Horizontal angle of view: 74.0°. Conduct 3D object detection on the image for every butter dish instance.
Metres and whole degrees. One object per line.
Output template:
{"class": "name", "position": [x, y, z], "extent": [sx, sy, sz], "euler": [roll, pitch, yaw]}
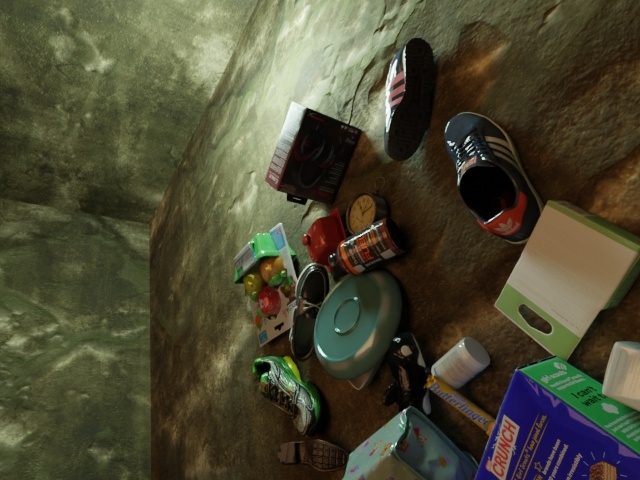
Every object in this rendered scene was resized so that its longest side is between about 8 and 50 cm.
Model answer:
{"class": "butter dish", "position": [0.000, 0.000, 1.308], "extent": [0.160, 0.118, 0.160], "euler": [122, 142, -48]}

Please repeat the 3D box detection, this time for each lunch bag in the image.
{"class": "lunch bag", "position": [0.200, 0.504, 0.847], "extent": [0.262, 0.160, 0.223], "euler": [39, 119, 6]}

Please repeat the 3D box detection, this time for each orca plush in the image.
{"class": "orca plush", "position": [0.179, 0.359, 0.954], "extent": [0.151, 0.102, 0.288], "euler": [-166, 73, -74]}

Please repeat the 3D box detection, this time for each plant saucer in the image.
{"class": "plant saucer", "position": [0.081, 0.207, 1.132], "extent": [0.317, 0.043, 0.318], "euler": [-38, 35, 33]}

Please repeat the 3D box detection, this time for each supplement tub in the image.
{"class": "supplement tub", "position": [0.118, 0.027, 1.118], "extent": [0.197, 0.106, 0.106], "euler": [-30, 55, 27]}
{"class": "supplement tub", "position": [0.289, 0.259, 0.881], "extent": [0.107, 0.071, 0.071], "euler": [-55, 41, 32]}

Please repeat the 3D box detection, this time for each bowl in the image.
{"class": "bowl", "position": [0.112, 0.307, 1.136], "extent": [0.142, 0.053, 0.142], "euler": [45, 118, 51]}

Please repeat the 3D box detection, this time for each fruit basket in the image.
{"class": "fruit basket", "position": [-0.192, 0.164, 1.519], "extent": [0.327, 0.165, 0.353], "euler": [-39, 54, 43]}

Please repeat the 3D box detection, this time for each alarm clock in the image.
{"class": "alarm clock", "position": [0.140, -0.087, 1.195], "extent": [0.129, 0.064, 0.192], "euler": [45, 121, 50]}

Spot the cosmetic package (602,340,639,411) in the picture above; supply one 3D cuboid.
{"class": "cosmetic package", "position": [0.510, 0.209, 0.537], "extent": [0.231, 0.117, 0.086], "euler": [17, 96, 54]}

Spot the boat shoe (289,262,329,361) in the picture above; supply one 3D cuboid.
{"class": "boat shoe", "position": [-0.029, 0.223, 1.300], "extent": [0.091, 0.114, 0.303], "euler": [-118, 34, -74]}

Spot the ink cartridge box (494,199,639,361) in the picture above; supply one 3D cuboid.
{"class": "ink cartridge box", "position": [0.430, 0.069, 0.747], "extent": [0.171, 0.056, 0.235], "euler": [49, 133, 49]}

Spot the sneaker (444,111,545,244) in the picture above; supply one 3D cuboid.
{"class": "sneaker", "position": [0.327, -0.154, 0.872], "extent": [0.131, 0.148, 0.350], "euler": [-49, 44, 36]}

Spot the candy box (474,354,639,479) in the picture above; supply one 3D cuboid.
{"class": "candy box", "position": [0.404, 0.373, 0.608], "extent": [0.317, 0.122, 0.268], "euler": [36, 122, 52]}

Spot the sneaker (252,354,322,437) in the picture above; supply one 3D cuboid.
{"class": "sneaker", "position": [-0.113, 0.486, 1.328], "extent": [0.343, 0.146, 0.134], "euler": [31, 106, 53]}

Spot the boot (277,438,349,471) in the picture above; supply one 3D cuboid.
{"class": "boot", "position": [-0.004, 0.607, 1.214], "extent": [0.219, 0.106, 0.082], "euler": [-6, 70, 25]}

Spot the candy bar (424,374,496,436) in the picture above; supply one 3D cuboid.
{"class": "candy bar", "position": [0.282, 0.329, 0.853], "extent": [0.161, 0.018, 0.040], "euler": [34, 116, 15]}

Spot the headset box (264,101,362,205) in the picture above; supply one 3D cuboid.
{"class": "headset box", "position": [-0.030, -0.255, 1.350], "extent": [0.110, 0.218, 0.293], "euler": [42, 115, 51]}

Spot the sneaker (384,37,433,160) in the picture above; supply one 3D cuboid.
{"class": "sneaker", "position": [0.221, -0.363, 1.142], "extent": [0.131, 0.112, 0.319], "euler": [-176, 98, -72]}
